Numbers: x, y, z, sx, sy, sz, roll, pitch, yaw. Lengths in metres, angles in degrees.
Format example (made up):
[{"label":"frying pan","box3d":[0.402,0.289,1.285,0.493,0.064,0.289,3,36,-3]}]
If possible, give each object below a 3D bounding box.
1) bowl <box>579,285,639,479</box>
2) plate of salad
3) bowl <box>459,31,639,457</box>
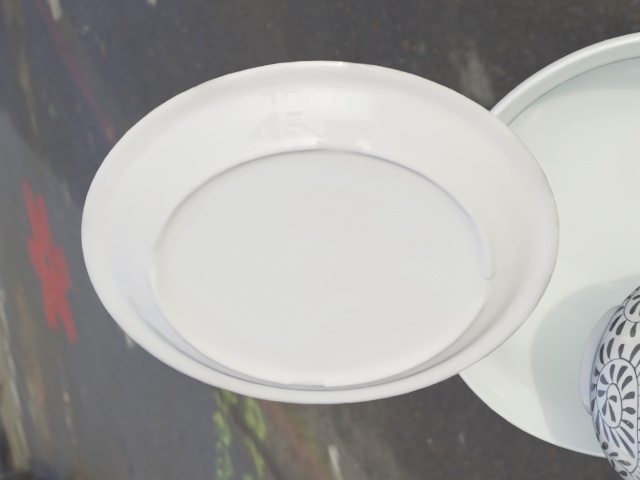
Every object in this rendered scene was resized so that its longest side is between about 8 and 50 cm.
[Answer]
[{"label":"bowl","box3d":[0.212,0.084,0.763,0.080,0.170,0.170,13,118,42]},{"label":"plate of salad","box3d":[0.000,0.000,0.529,0.048,0.199,0.200,-90,5,-47]},{"label":"bowl","box3d":[0.217,-0.011,0.838,0.134,0.298,0.298,-80,-14,-67]}]
